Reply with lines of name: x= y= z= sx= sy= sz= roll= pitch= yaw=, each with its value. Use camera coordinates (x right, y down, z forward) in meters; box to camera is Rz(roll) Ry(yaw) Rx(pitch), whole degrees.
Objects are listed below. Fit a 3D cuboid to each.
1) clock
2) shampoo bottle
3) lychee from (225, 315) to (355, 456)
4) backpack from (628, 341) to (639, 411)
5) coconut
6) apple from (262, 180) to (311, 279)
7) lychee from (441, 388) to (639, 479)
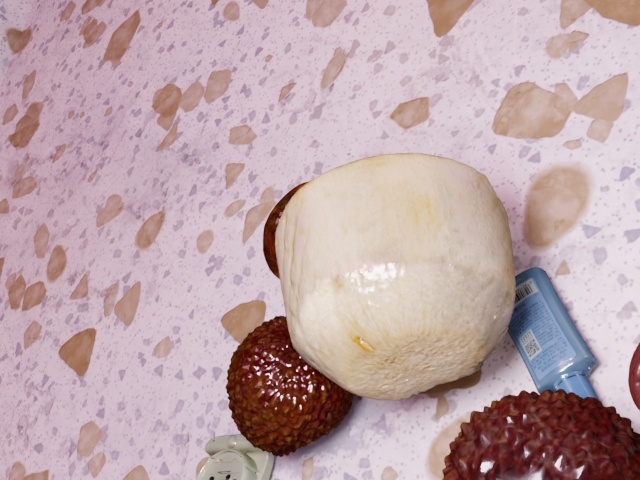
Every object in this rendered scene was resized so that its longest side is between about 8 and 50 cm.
clock: x=-0.171 y=0.457 z=1.710 sx=0.151 sy=0.062 sz=0.191 roll=-14 pitch=46 yaw=36
shampoo bottle: x=0.357 y=0.165 z=1.424 sx=0.104 sy=0.061 sz=0.258 roll=-40 pitch=45 yaw=22
lychee: x=-0.058 y=0.259 z=1.634 sx=0.271 sy=0.235 sz=0.236 roll=-56 pitch=39 yaw=30
backpack: x=0.519 y=0.179 z=1.223 sx=0.229 sy=0.139 sz=0.229 roll=-6 pitch=75 yaw=25
coconut: x=0.121 y=0.038 z=1.483 sx=0.415 sy=0.345 sz=0.415 roll=-13 pitch=50 yaw=16
apple: x=0.000 y=0.000 z=1.735 sx=0.230 sy=0.230 sz=0.230 roll=-21 pitch=54 yaw=32
lychee: x=0.308 y=0.350 z=1.207 sx=0.306 sy=0.306 sz=0.330 roll=-12 pitch=33 yaw=37
